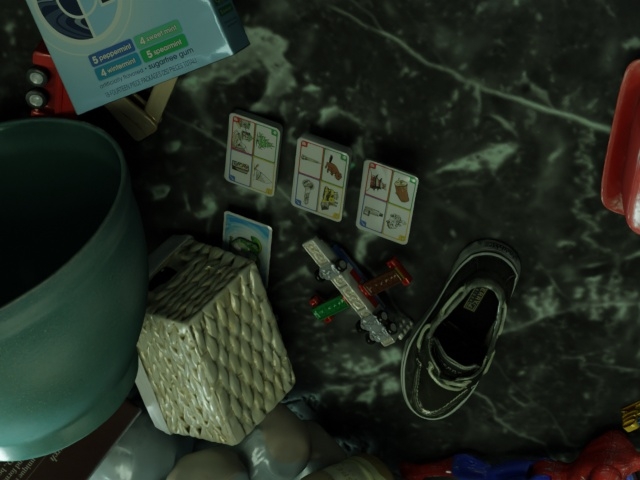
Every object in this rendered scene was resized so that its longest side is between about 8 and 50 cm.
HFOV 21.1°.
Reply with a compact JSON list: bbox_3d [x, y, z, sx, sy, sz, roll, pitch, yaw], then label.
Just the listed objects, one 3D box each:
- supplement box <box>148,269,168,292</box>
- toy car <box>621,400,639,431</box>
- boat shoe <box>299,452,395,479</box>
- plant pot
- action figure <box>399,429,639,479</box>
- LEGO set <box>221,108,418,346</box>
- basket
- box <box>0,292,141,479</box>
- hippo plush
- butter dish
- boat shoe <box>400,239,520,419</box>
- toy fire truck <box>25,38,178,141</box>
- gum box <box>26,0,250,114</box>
[{"bbox_3d":[-0.188,0.075,1.656,0.083,0.056,0.083,1,128,16],"label":"supplement box"},{"bbox_3d":[0.343,0.174,1.592,0.122,0.040,0.060,-16,122,26],"label":"toy car"},{"bbox_3d":[0.027,0.360,1.655,0.109,0.098,0.302,8,107,52],"label":"boat shoe"},{"bbox_3d":[-0.266,0.060,1.449,0.293,0.293,0.196,-6,127,21],"label":"plant pot"},{"bbox_3d":[0.221,0.261,1.667,0.280,0.091,0.139,-15,116,27],"label":"action figure"},{"bbox_3d":[0.000,0.000,1.564,0.182,0.060,0.244,20,131,16],"label":"LEGO set"},{"bbox_3d":[-0.107,0.095,1.591,0.103,0.113,0.167,13,135,38],"label":"basket"},{"bbox_3d":[-0.317,0.158,1.649,0.203,0.167,0.168,42,165,-18],"label":"box"},{"bbox_3d":[-0.119,0.274,1.731,0.236,0.234,0.294,18,113,41],"label":"hippo plush"},{"bbox_3d":[0.306,-0.047,1.372,0.160,0.118,0.160,11,131,8],"label":"butter dish"},{"bbox_3d":[0.120,0.097,1.574,0.078,0.070,0.219,19,131,1],"label":"boat shoe"},{"bbox_3d":[-0.186,-0.126,1.498,0.135,0.047,0.192,14,130,5],"label":"toy fire truck"},{"bbox_3d":[-0.163,-0.213,1.386,0.157,0.041,0.184,-18,103,26],"label":"gum box"}]
